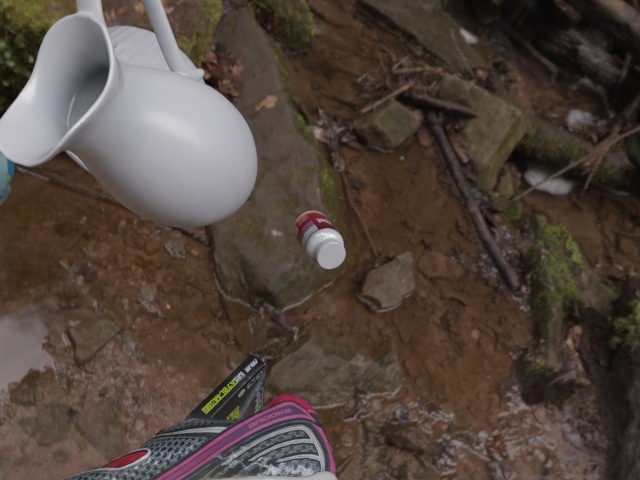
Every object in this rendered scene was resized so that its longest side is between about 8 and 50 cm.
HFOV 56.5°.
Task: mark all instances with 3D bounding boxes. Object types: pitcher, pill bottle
[{"bbox_3d":[-0.132,-0.109,0.485,0.125,0.207,0.178,12,82,27],"label":"pitcher"},{"bbox_3d":[0.000,0.000,1.324,0.086,0.086,0.152,-2,27,-20],"label":"pill bottle"}]

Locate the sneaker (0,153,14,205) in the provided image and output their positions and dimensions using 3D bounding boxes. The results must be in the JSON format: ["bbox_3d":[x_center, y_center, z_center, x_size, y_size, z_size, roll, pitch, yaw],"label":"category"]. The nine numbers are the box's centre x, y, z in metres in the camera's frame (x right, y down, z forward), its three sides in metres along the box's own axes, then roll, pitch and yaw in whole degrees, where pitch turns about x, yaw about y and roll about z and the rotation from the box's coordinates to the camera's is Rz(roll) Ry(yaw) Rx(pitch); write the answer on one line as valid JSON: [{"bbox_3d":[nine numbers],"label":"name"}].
[{"bbox_3d":[-0.378,-0.094,0.560,0.208,0.319,0.127,-18,89,-46],"label":"sneaker"}]

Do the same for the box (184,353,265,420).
[{"bbox_3d":[-0.186,0.344,1.193,0.045,0.191,0.184,31,51,20],"label":"box"}]

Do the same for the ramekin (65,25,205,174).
[{"bbox_3d":[-0.238,-0.168,0.755,0.207,0.207,0.109,26,51,-1],"label":"ramekin"}]

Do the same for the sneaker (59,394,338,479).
[{"bbox_3d":[-0.131,0.195,0.426,0.299,0.121,0.112,-11,41,6],"label":"sneaker"}]
